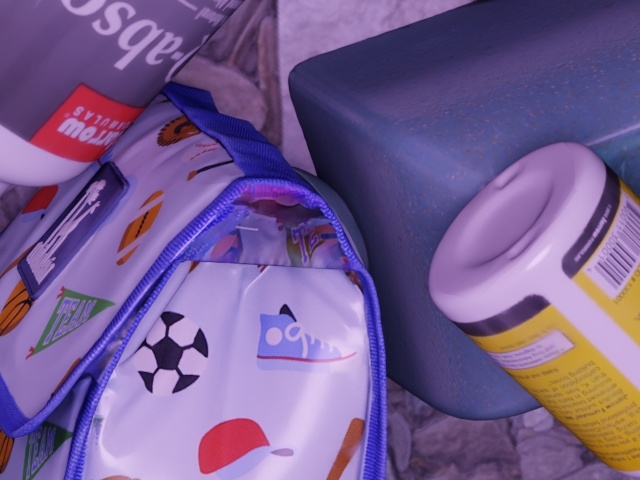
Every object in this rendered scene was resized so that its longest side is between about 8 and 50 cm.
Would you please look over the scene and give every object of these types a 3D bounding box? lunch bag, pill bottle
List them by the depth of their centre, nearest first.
[{"bbox_3d":[0.169,0.055,0.931,0.119,0.119,0.208,-46,108,2],"label":"pill bottle"},{"bbox_3d":[-0.165,-0.164,0.994,0.210,0.210,0.363,40,103,-18],"label":"pill bottle"},{"bbox_3d":[-0.099,0.110,1.046,0.239,0.328,0.385,5,104,-19],"label":"lunch bag"}]

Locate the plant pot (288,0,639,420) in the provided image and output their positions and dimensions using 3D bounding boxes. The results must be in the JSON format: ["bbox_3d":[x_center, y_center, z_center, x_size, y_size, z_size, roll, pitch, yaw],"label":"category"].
[{"bbox_3d":[0.148,-0.019,1.103,0.247,0.252,0.247,-20,107,-6],"label":"plant pot"}]

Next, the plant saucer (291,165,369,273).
[{"bbox_3d":[0.000,0.000,1.150,0.021,0.119,0.119,-26,109,-25],"label":"plant saucer"}]
